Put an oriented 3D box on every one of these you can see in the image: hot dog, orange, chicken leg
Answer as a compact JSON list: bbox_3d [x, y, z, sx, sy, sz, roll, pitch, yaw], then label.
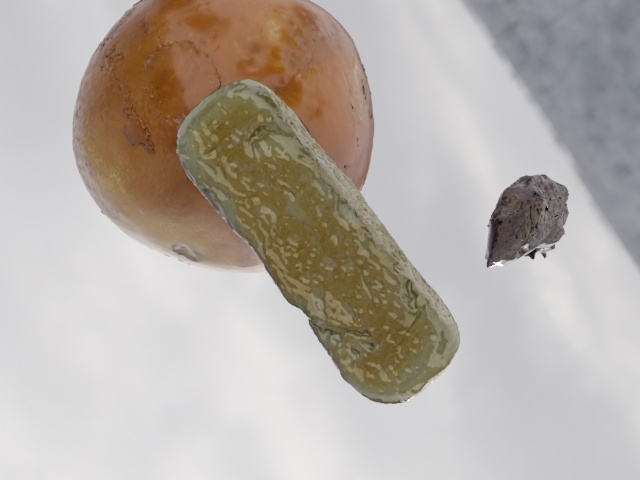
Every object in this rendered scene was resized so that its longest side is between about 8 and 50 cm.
[{"bbox_3d":[0.000,0.000,1.308,0.242,0.084,0.073,51,-169,4],"label":"hot dog"},{"bbox_3d":[-0.074,-0.091,1.506,0.240,0.240,0.240,50,-163,-21],"label":"orange"},{"bbox_3d":[0.238,-0.024,2.227,0.234,0.063,0.105,-11,-74,-67],"label":"chicken leg"}]
